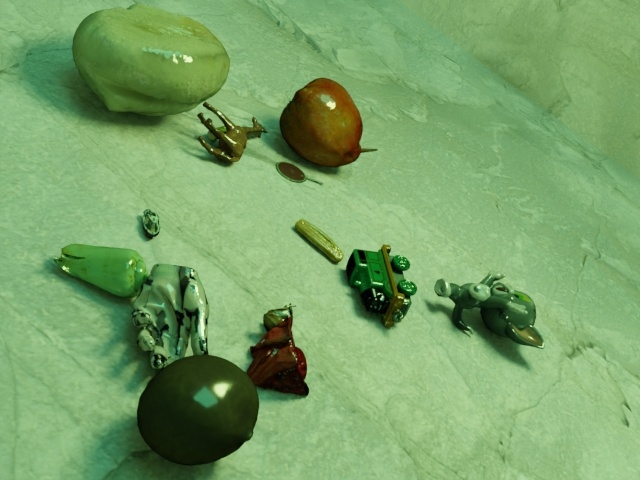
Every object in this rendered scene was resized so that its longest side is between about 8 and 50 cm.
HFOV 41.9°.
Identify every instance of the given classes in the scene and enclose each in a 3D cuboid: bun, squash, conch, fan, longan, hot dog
[{"bbox_3d":[-0.397,-0.401,1.939,0.365,0.219,0.365,11,28,-6],"label":"bun"},{"bbox_3d":[-0.247,-0.269,2.074,0.027,0.027,0.083,38,30,11],"label":"squash"},{"bbox_3d":[-0.379,0.042,1.477,0.170,0.079,0.106,20,17,-7],"label":"conch"},{"bbox_3d":[-0.052,-0.166,2.119,0.133,0.005,0.085,19,32,-17],"label":"fan"},{"bbox_3d":[-0.181,0.253,1.246,0.189,0.189,0.189,22,32,-15],"label":"longan"},{"bbox_3d":[0.000,0.000,1.904,0.137,0.028,0.044,38,57,15],"label":"hot dog"}]

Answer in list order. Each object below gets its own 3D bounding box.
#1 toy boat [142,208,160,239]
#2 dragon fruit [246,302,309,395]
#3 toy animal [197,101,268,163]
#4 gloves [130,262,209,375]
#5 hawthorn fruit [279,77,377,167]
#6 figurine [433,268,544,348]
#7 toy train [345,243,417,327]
[{"bbox_3d":[-0.333,-0.034,1.654,0.038,0.038,0.083,14,34,-27],"label":"toy boat"},{"bbox_3d":[-0.056,0.185,1.527,0.122,0.092,0.192,23,32,-14],"label":"dragon fruit"},{"bbox_3d":[-0.211,-0.264,2.050,0.229,0.066,0.224,32,36,-40],"label":"toy animal"},{"bbox_3d":[-0.256,0.145,1.409,0.127,0.111,0.212,21,61,-26],"label":"gloves"},{"bbox_3d":[0.026,-0.288,2.176,0.262,0.210,0.210,38,30,-5],"label":"hawthorn fruit"},{"bbox_3d":[0.395,0.157,1.927,0.265,0.140,0.193,3,16,-20],"label":"figurine"},{"bbox_3d":[0.129,0.094,1.830,0.136,0.091,0.228,10,37,-13],"label":"toy train"}]
